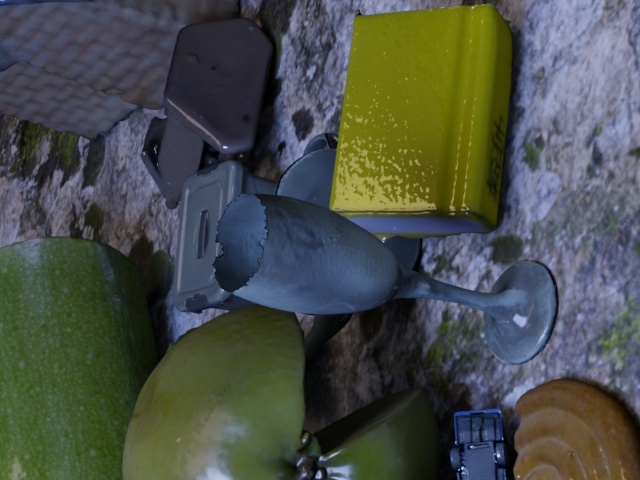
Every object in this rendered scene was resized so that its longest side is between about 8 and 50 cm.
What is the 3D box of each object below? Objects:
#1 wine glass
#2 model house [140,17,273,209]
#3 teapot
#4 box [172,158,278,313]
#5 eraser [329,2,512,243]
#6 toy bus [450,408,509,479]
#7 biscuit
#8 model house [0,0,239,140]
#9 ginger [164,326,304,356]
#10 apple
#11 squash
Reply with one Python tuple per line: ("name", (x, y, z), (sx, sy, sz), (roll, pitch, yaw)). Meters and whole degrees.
("wine glass", (0.073, -0.049, 1.374), (0.096, 0.310, 0.264), (0, 77, 58))
("model house", (-0.146, -0.150, 1.939), (0.188, 0.122, 0.229), (121, 161, -46))
("teapot", (0.000, 0.000, 1.632), (0.149, 0.162, 0.239), (134, 139, -56))
("box", (-0.099, 0.003, 1.823), (0.124, 0.093, 0.172), (-16, 65, 53))
("eraser", (0.101, -0.114, 1.530), (0.158, 0.069, 0.226), (1, 74, 26))
("toy bus", (0.144, 0.226, 1.387), (0.051, 0.061, 0.153), (-6, 66, 9))
("biscuit", (0.216, 0.215, 1.307), (0.144, 0.033, 0.224), (-30, 55, 49))
("model house", (-0.381, -0.383, 2.134), (0.445, 0.400, 0.395), (-29, 57, 50))
("ginger", (-0.098, 0.153, 1.756), (0.137, 0.089, 0.290), (-47, 20, -29))
("apple", (-0.034, 0.200, 1.452), (0.254, 0.292, 0.292), (161, 120, -78))
("squash", (-0.315, 0.214, 1.917), (0.263, 0.263, 0.384), (-49, 41, 35))
